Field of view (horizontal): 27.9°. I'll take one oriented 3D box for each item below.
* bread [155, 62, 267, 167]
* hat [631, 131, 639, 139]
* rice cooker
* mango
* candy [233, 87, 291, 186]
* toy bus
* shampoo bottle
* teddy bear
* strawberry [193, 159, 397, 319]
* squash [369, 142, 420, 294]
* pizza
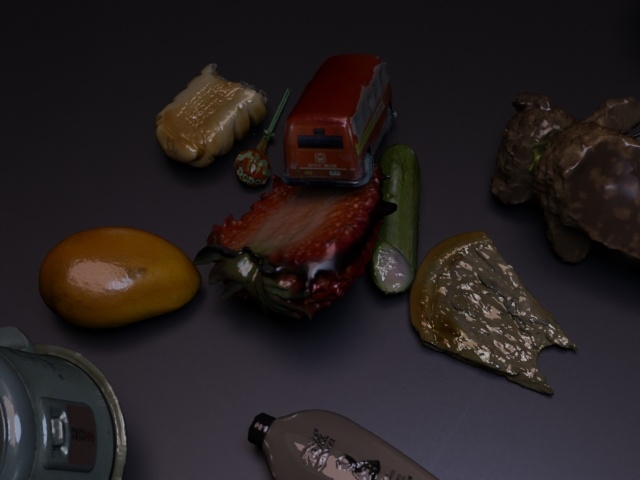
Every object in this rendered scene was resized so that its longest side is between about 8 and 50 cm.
[{"bbox_3d":[-0.160,-0.180,1.873,0.119,0.084,0.177,39,71,20],"label":"bread"},{"bbox_3d":[0.473,-0.098,1.833,0.121,0.050,0.121,-3,73,10],"label":"hat"},{"bbox_3d":[-0.387,0.251,1.553,0.264,0.316,0.316,-15,62,19],"label":"rice cooker"},{"bbox_3d":[-0.272,0.051,1.751,0.219,0.112,0.144,0,62,-12],"label":"mango"},{"bbox_3d":[-0.077,-0.156,1.890,0.056,0.049,0.184,33,58,-16],"label":"candy"},{"bbox_3d":[0.030,-0.172,1.788,0.121,0.119,0.265,2,30,16],"label":"toy bus"},{"bbox_3d":[0.026,0.289,1.636,0.257,0.078,0.127,22,67,13],"label":"shampoo bottle"},{"bbox_3d":[0.393,-0.079,1.765,0.296,0.222,0.246,16,105,-3],"label":"teddy bear"},{"bbox_3d":[0.000,0.000,1.749,0.233,0.137,0.306,10,36,37],"label":"strawberry"},{"bbox_3d":[0.104,-0.032,1.801,0.069,0.069,0.238,3,63,3],"label":"squash"},{"bbox_3d":[0.230,0.108,1.747,0.181,0.034,0.262,-39,69,-17],"label":"pizza"}]
